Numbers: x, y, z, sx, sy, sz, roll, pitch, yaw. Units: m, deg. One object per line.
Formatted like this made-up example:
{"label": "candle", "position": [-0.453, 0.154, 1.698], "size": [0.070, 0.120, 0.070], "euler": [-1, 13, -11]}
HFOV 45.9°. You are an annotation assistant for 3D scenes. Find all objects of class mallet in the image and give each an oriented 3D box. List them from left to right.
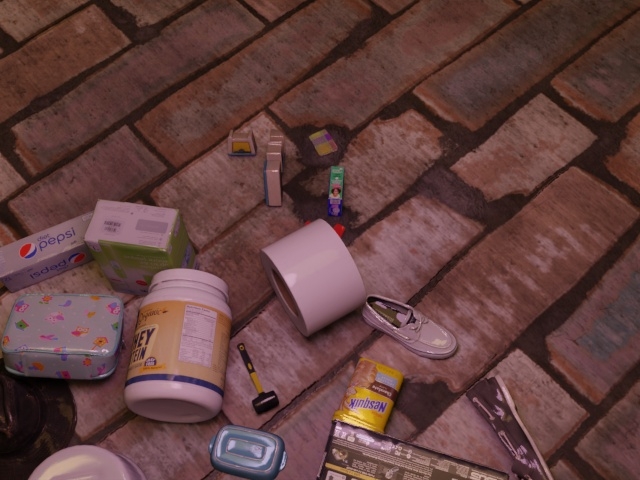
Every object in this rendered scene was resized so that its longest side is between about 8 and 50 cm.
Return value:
{"label": "mallet", "position": [-0.153, 0.328, 1.843], "size": [0.062, 0.039, 0.190], "euler": [-17, 58, -6]}

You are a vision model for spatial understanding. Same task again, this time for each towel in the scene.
{"label": "towel", "position": [0.008, -0.283, 2.193], "size": [0.060, 0.009, 0.083], "euler": [-25, 62, -11]}

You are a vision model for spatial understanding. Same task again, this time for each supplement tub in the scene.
{"label": "supplement tub", "position": [-0.328, 0.248, 1.782], "size": [0.228, 0.228, 0.316], "euler": [1, 60, 3]}

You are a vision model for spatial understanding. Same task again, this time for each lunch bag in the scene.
{"label": "lunch bag", "position": [-0.614, 0.226, 1.841], "size": [0.279, 0.108, 0.224], "euler": [4, 38, -9]}

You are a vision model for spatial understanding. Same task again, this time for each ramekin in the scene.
{"label": "ramekin", "position": [-0.518, 0.585, 1.653], "size": [0.277, 0.135, 0.277], "euler": [-1, 61, 2]}

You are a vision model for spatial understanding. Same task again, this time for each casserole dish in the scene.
{"label": "casserole dish", "position": [-0.170, 0.488, 1.751], "size": [0.188, 0.037, 0.114], "euler": [11, 62, 7]}

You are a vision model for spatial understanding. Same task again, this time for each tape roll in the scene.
{"label": "tape roll", "position": [-0.019, 0.090, 1.850], "size": [0.169, 0.246, 0.246], "euler": [-28, 63, -12]}

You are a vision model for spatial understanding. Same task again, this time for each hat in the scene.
{"label": "hat", "position": [-0.745, 0.400, 1.769], "size": [0.331, 0.134, 0.332], "euler": [-1, 60, 1]}

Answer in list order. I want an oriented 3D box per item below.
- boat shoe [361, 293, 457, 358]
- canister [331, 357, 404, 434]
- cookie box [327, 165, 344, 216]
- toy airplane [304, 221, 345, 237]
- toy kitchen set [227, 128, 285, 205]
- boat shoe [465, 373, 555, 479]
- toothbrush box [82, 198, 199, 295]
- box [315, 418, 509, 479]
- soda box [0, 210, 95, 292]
{"label": "boat shoe", "position": [0.217, 0.211, 1.863], "size": [0.258, 0.084, 0.095], "euler": [21, 63, 13]}
{"label": "canister", "position": [0.115, 0.376, 1.782], "size": [0.126, 0.073, 0.170], "euler": [20, 62, 12]}
{"label": "cookie box", "position": [0.042, -0.134, 2.061], "size": [0.040, 0.092, 0.107], "euler": [3, 61, 1]}
{"label": "toy airplane", "position": [0.000, 0.000, 2.023], "size": [0.151, 0.028, 0.151], "euler": [-1, 62, 2]}
{"label": "toy kitchen set", "position": [-0.186, -0.206, 2.118], "size": [0.166, 0.122, 0.207], "euler": [0, 40, 3]}
{"label": "boat shoe", "position": [0.438, 0.466, 1.708], "size": [0.095, 0.112, 0.335], "euler": [-27, 56, 7]}
{"label": "toothbrush box", "position": [-0.435, 0.031, 1.877], "size": [0.206, 0.283, 0.122], "euler": [8, 62, 6]}
{"label": "box", "position": [0.171, 0.591, 1.607], "size": [0.394, 0.097, 0.318], "euler": [14, 74, 10]}
{"label": "soda box", "position": [-0.706, 0.030, 1.994], "size": [0.286, 0.098, 0.091], "euler": [-24, 63, -10]}
